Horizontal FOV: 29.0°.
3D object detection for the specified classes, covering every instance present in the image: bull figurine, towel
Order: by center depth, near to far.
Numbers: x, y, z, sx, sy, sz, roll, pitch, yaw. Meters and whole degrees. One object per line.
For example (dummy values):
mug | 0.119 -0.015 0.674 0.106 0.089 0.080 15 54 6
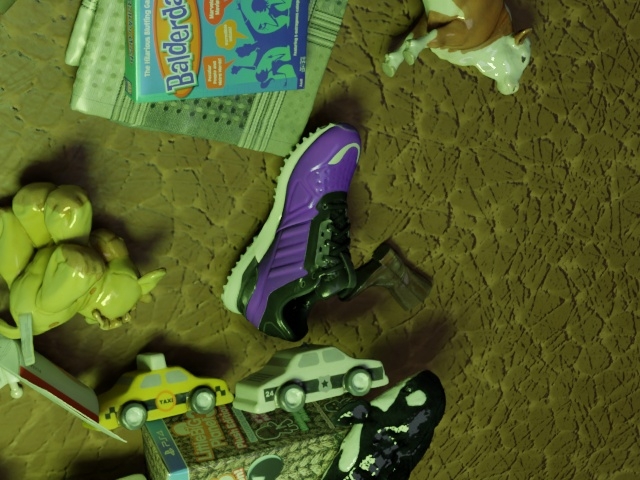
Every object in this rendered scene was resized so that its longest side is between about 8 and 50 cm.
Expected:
towel | -0.122 -0.271 1.456 0.312 0.056 0.324 11 107 -31
bull figurine | 0.157 -0.303 1.519 0.188 0.101 0.310 -32 121 -21

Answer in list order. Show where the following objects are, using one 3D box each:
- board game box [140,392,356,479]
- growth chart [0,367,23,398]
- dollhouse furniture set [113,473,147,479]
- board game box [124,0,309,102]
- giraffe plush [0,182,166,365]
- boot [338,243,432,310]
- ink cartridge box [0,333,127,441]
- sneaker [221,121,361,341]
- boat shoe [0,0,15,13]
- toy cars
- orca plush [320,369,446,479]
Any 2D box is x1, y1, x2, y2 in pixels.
board game box | -0.084 0.342 1.699 0.291 0.141 0.232 -11 117 -19
growth chart | -0.491 0.162 1.503 0.237 0.021 0.172 -14 119 -18
dollhouse furniture set | -0.390 0.367 1.615 0.301 0.151 0.197 -10 142 -40
board game box | -0.117 -0.245 1.407 0.210 0.047 0.160 -8 116 -23
giraffe plush | -0.280 0.040 1.468 0.170 0.181 0.210 3 90 -50
boot | 0.093 0.072 1.717 0.106 0.037 0.114 -44 128 3
ink cartridge box | -0.317 0.169 1.481 0.145 0.179 0.045 44 70 -41
sneaker | 0.000 0.000 1.558 0.102 0.146 0.293 3 119 -54
boat shoe | -0.401 -0.368 1.251 0.104 0.111 0.307 -48 133 -2
toy cars | -0.115 0.173 1.569 0.394 0.176 0.087 -9 92 15
orca plush | 0.063 0.295 1.596 0.287 0.102 0.151 -33 122 -7
